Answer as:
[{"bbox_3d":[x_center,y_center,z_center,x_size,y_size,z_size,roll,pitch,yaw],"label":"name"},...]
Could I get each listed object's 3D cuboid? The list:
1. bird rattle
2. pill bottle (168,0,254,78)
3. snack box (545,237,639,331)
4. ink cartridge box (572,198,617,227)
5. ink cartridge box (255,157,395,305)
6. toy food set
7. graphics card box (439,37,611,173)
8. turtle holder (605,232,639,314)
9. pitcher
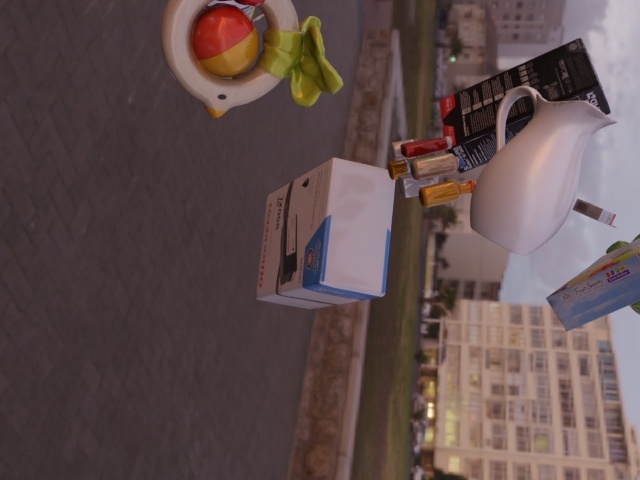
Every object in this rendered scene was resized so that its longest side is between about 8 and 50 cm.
[{"bbox_3d":[-0.086,-0.252,0.879,0.143,0.207,0.253,48,-9,43],"label":"bird rattle"},{"bbox_3d":[-0.259,-0.505,1.750,0.334,0.188,0.188,124,-23,-57],"label":"pill bottle"},{"bbox_3d":[0.478,0.049,1.185,0.207,0.174,0.070,-22,79,-43],"label":"snack box"},{"bbox_3d":[0.586,-0.057,1.610,0.115,0.063,0.029,10,107,-49],"label":"ink cartridge box"},{"bbox_3d":[0.000,0.000,1.798,0.395,0.166,0.285,159,-61,-63],"label":"ink cartridge box"},{"bbox_3d":[0.213,-0.146,1.503,0.232,0.105,0.111,-127,-153,-70],"label":"toy food set"},{"bbox_3d":[0.472,-0.319,1.807,0.094,0.371,0.232,52,26,-32],"label":"graphics card box"},{"bbox_3d":[0.838,0.051,1.737,0.320,0.227,0.243,-53,-168,14],"label":"turtle holder"},{"bbox_3d":[0.273,-0.099,1.025,0.207,0.125,0.178,-64,-146,12],"label":"pitcher"}]
